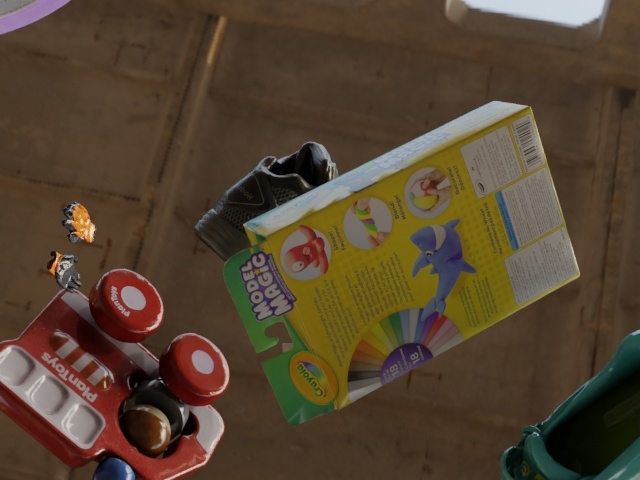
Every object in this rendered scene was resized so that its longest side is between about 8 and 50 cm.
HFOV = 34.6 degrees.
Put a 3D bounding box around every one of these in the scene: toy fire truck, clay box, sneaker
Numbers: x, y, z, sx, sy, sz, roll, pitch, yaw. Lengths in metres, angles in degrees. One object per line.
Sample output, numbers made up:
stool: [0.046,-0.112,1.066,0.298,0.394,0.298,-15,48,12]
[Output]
toy fire truck: [-0.271,0.203,1.324,0.302,0.169,0.254,45,-148,-9]
clay box: [0.050,0.013,0.661,0.222,0.053,0.127,-26,-69,-13]
sneaker: [0.144,0.158,0.646,0.275,0.110,0.107,-52,-141,14]
sneaker: [0.000,0.000,0.922,0.130,0.227,0.087,-50,-135,0]

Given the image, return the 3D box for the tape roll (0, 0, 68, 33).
tape roll: [-0.391,-0.334,1.174,0.275,0.275,0.090,-24,-99,-5]

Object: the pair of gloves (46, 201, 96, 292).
pair of gloves: [-0.241,0.007,1.004,0.010,0.074,0.083,8,-110,11]

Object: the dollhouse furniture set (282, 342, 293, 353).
dollhouse furniture set: [0.004,0.099,1.161,0.114,0.091,0.081,-3,-139,44]
